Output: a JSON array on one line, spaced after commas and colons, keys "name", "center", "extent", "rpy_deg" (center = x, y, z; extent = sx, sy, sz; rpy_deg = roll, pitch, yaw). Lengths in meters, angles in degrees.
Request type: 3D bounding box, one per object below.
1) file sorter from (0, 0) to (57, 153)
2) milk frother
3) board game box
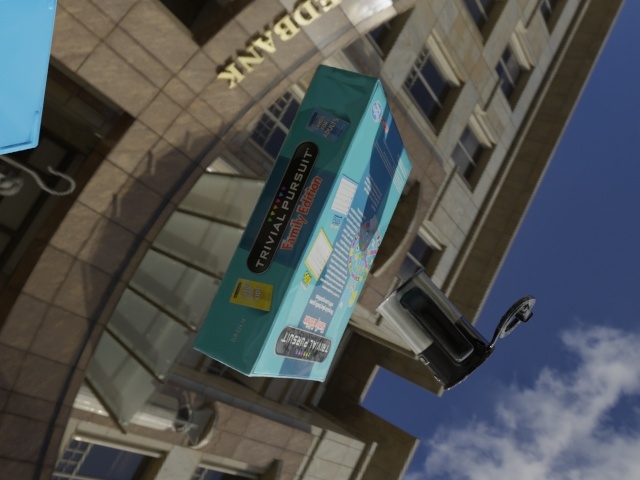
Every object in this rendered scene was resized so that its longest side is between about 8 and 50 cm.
[{"name": "file sorter", "center": [-0.241, -0.105, 0.278], "extent": [0.104, 0.170, 0.118], "rpy_deg": [35, -57, 14]}, {"name": "milk frother", "center": [0.169, 0.087, 0.709], "extent": [0.143, 0.129, 0.135], "rpy_deg": [-37, -102, -20]}, {"name": "board game box", "center": [0.000, 0.000, 0.704], "extent": [0.079, 0.254, 0.336], "rpy_deg": [21, -98, 22]}]
